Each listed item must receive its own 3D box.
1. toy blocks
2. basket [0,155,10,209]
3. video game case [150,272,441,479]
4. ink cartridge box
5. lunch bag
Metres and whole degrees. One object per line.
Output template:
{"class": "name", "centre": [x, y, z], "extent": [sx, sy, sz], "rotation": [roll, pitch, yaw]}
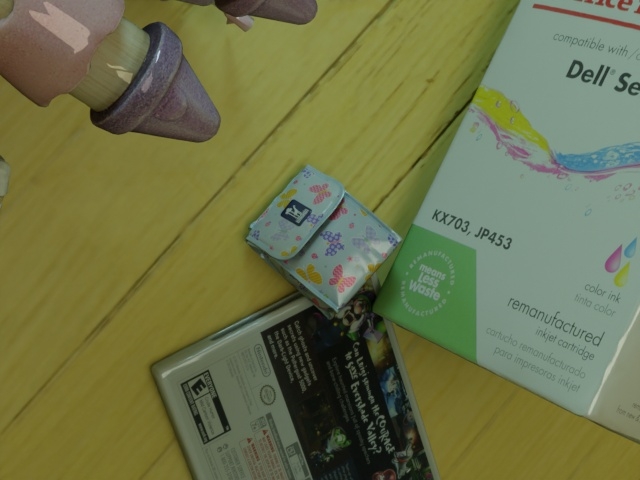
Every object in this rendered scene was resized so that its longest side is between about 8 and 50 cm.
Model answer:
{"class": "toy blocks", "centre": [-0.081, -0.197, 0.699], "extent": [0.260, 0.289, 0.309], "rotation": [33, 83, -27]}
{"class": "basket", "centre": [-0.268, -0.015, 0.742], "extent": [0.167, 0.113, 0.103], "rotation": [7, 103, -30]}
{"class": "video game case", "centre": [-0.012, 0.132, 0.969], "extent": [0.173, 0.022, 0.190], "rotation": [-26, 113, -20]}
{"class": "ink cartridge box", "centre": [0.206, -0.063, 0.921], "extent": [0.119, 0.207, 0.353], "rotation": [27, 88, -43]}
{"class": "lunch bag", "centre": [0.000, 0.000, 0.919], "extent": [0.083, 0.053, 0.071], "rotation": [42, 78, 3]}
